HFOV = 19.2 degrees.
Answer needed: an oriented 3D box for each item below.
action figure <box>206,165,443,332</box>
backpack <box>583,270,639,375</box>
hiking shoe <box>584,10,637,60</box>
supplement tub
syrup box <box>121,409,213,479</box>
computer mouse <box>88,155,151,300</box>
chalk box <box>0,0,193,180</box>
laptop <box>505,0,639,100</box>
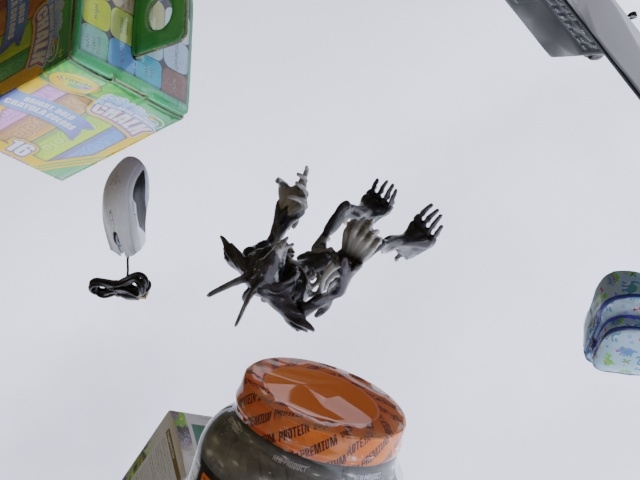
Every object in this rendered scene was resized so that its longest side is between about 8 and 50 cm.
[{"bbox_3d":[0.000,0.000,2.108,0.276,0.141,0.164,-24,-128,-41],"label":"action figure"},{"bbox_3d":[0.360,0.097,2.177,0.105,0.114,0.084,7,-140,-2],"label":"backpack"},{"bbox_3d":[0.378,-0.380,2.934,0.114,0.227,0.086,-48,-155,25],"label":"hiking shoe"},{"bbox_3d":[-0.041,0.278,1.714,0.193,0.193,0.316,-122,-132,-62],"label":"supplement tub"},{"bbox_3d":[-0.161,0.293,2.030,0.237,0.093,0.096,-56,-144,34],"label":"syrup box"},{"bbox_3d":[-0.266,-0.016,2.514,0.106,0.193,0.042,6,-173,44],"label":"computer mouse"},{"bbox_3d":[-0.195,-0.161,1.595,0.213,0.132,0.132,-25,-127,38],"label":"chalk box"},{"bbox_3d":[0.275,-0.256,2.230,0.264,0.234,0.136,3,-127,52],"label":"laptop"}]
